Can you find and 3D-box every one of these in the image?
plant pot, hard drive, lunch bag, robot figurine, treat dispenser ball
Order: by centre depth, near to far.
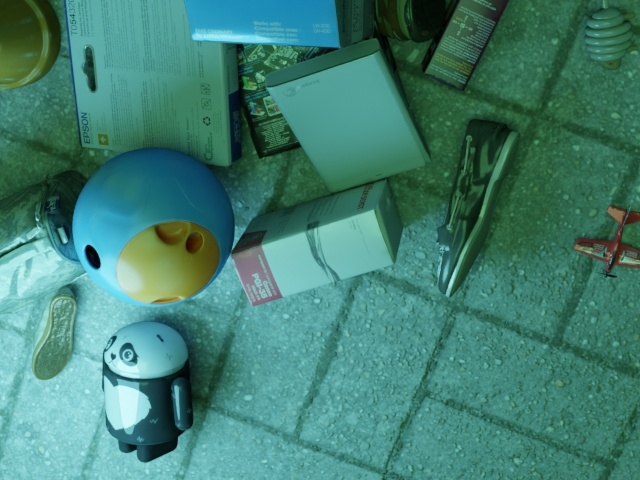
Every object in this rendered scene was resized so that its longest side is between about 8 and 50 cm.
[{"bbox_3d":[0.056,-0.211,1.869,0.203,0.040,0.307,-16,142,14],"label":"hard drive"},{"bbox_3d":[-0.298,-0.023,1.902,0.288,0.288,0.288,3,107,9],"label":"treat dispenser ball"},{"bbox_3d":[-0.612,-0.373,1.949,0.205,0.188,0.205,3,107,9],"label":"plant pot"},{"bbox_3d":[-0.568,0.018,2.026,0.305,0.256,0.212,-26,101,15],"label":"lunch bag"},{"bbox_3d":[-0.350,0.300,2.118,0.209,0.173,0.278,2,108,1],"label":"robot figurine"}]

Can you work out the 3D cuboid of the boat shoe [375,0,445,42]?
[{"bbox_3d":[0.141,-0.503,1.817,0.120,0.123,0.323,5,93,46],"label":"boat shoe"}]

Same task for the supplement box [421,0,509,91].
[{"bbox_3d":[0.252,-0.367,1.848,0.081,0.104,0.188,24,109,-5],"label":"supplement box"}]

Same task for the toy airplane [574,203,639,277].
[{"bbox_3d":[0.548,-0.001,1.954,0.151,0.028,0.151,2,107,7],"label":"toy airplane"}]

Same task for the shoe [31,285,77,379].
[{"bbox_3d":[-0.548,0.192,2.187,0.077,0.058,0.219,10,116,-26],"label":"shoe"}]

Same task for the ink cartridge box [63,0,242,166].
[{"bbox_3d":[-0.307,-0.315,1.951,0.330,0.071,0.324,10,115,23],"label":"ink cartridge box"}]

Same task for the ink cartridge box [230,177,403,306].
[{"bbox_3d":[0.000,0.000,1.950,0.283,0.207,0.117,-16,106,14],"label":"ink cartridge box"}]

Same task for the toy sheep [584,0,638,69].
[{"bbox_3d":[0.499,-0.358,1.825,0.091,0.091,0.132,-9,110,12],"label":"toy sheep"}]

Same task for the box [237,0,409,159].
[{"bbox_3d":[-0.021,-0.328,1.926,0.296,0.073,0.293,-16,103,15],"label":"box"}]

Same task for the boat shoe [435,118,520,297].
[{"bbox_3d":[0.268,-0.063,1.949,0.096,0.112,0.335,25,104,20],"label":"boat shoe"}]

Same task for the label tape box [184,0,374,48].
[{"bbox_3d":[-0.071,-0.369,1.691,0.249,0.347,0.115,6,109,15],"label":"label tape box"}]
